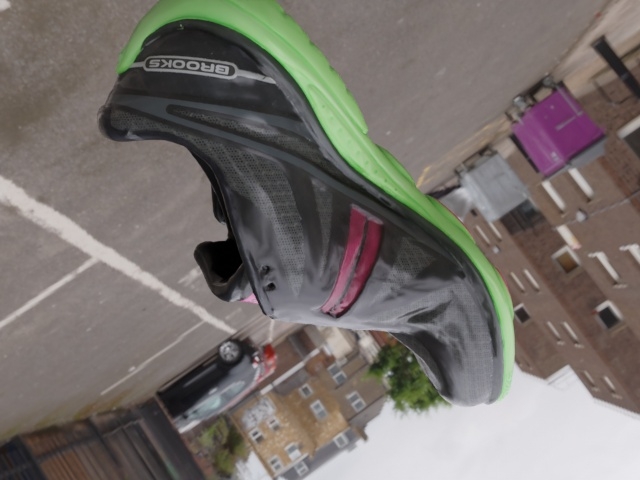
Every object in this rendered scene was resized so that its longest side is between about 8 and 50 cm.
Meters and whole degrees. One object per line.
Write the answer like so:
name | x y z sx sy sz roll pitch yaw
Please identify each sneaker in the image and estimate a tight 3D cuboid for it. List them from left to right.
sneaker | 0.000 0.000 0.595 0.202 0.483 0.185 -46 -162 -5
